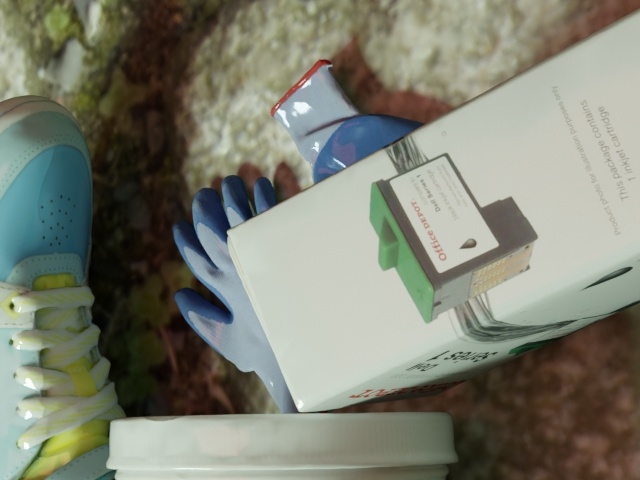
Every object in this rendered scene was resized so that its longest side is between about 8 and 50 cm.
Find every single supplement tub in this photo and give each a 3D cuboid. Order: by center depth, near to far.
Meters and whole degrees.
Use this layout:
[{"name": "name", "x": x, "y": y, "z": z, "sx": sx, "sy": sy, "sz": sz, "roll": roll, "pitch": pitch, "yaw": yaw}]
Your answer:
[{"name": "supplement tub", "x": -0.016, "y": 0.219, "z": 0.734, "sx": 0.191, "sy": 0.191, "sz": 0.272, "roll": -6, "pitch": 82, "yaw": 34}]

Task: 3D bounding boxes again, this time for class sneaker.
[{"name": "sneaker", "x": -0.140, "y": 0.091, "z": 0.876, "sx": 0.208, "sy": 0.127, "sz": 0.318, "roll": 24, "pitch": 109, "yaw": 36}]

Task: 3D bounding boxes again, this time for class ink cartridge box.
[{"name": "ink cartridge box", "x": 0.094, "y": -0.007, "z": 0.682, "sx": 0.219, "sy": 0.160, "sz": 0.092, "roll": -28, "pitch": 75, "yaw": 24}]

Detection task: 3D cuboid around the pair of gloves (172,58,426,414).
[{"name": "pair of gloves", "x": 0.000, "y": 0.000, "z": 0.846, "sx": 0.198, "sy": 0.023, "sz": 0.159, "roll": -45, "pitch": 65, "yaw": 24}]
